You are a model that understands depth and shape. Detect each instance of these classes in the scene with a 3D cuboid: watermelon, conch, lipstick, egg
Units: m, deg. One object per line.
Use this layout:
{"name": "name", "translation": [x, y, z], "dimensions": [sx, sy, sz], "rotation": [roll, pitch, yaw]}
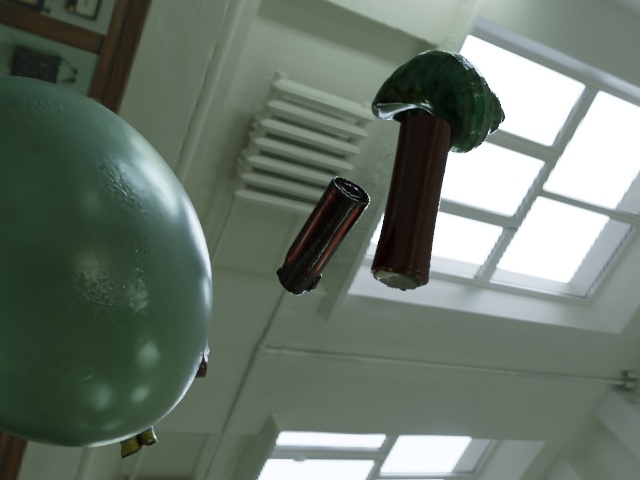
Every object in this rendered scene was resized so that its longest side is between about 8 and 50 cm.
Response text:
{"name": "watermelon", "translation": [-0.267, 0.236, 1.306], "dimensions": [0.072, 0.092, 0.084], "rotation": [-61, -156, 12]}
{"name": "conch", "translation": [0.186, -0.207, 0.959], "dimensions": [0.122, 0.188, 0.176], "rotation": [-55, 180, -26]}
{"name": "lipstick", "translation": [0.126, -0.055, 0.854], "dimensions": [0.080, 0.080, 0.241], "rotation": [-24, -132, 57]}
{"name": "egg", "translation": [-0.255, 0.010, 0.592], "dimensions": [0.388, 0.276, 0.276], "rotation": [53, -49, 23]}

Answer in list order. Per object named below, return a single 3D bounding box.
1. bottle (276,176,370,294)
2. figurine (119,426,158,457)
{"name": "bottle", "translation": [0.000, 0.000, 0.814], "dimensions": [0.164, 0.060, 0.060], "rotation": [-57, -145, 26]}
{"name": "figurine", "translation": [-0.413, 0.304, 1.294], "dimensions": [0.263, 0.162, 0.143], "rotation": [67, -27, 6]}
